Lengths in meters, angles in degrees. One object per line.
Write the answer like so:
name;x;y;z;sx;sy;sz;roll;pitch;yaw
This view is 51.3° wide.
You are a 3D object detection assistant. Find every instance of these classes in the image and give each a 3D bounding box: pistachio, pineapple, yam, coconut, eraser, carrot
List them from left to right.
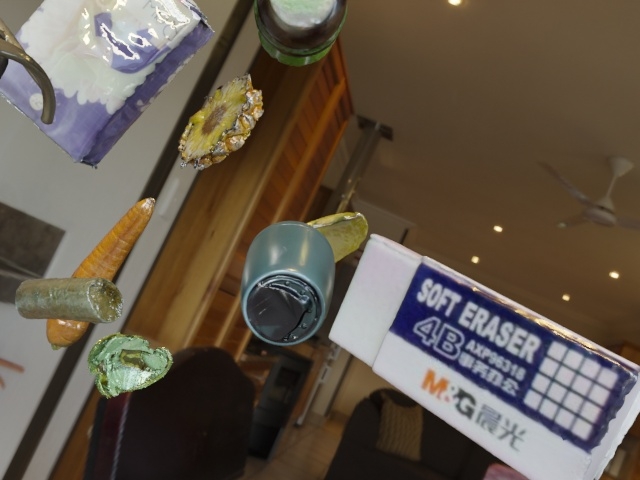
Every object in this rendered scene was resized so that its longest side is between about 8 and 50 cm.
yam;-0.286;0.066;0.755;0.133;0.054;0.054;-2;-20;28
carrot;-0.326;0.044;0.981;0.062;0.271;0.066;33;2;2
coconut;-0.384;0.241;1.305;0.158;0.133;0.055;34;0;-29
pineapple;-0.186;-0.209;1.227;0.047;0.221;0.221;39;-15;-35
pistachio;0.000;0.000;1.129;0.089;0.173;0.049;49;12;-26
eraser;0.144;0.107;0.630;0.287;0.130;0.086;28;7;39

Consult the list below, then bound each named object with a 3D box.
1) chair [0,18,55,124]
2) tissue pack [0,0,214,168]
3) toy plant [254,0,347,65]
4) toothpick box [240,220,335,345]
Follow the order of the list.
chair;-0.447;-0.204;0.753;0.272;0.166;0.188;40;9;25
tissue pack;-0.384;-0.333;1.174;0.242;0.343;0.125;42;4;5
toy plant;-0.020;-0.227;0.668;0.093;0.092;0.162;25;1;-4
toothpick box;-0.042;0.053;0.832;0.120;0.120;0.184;25;16;-6
